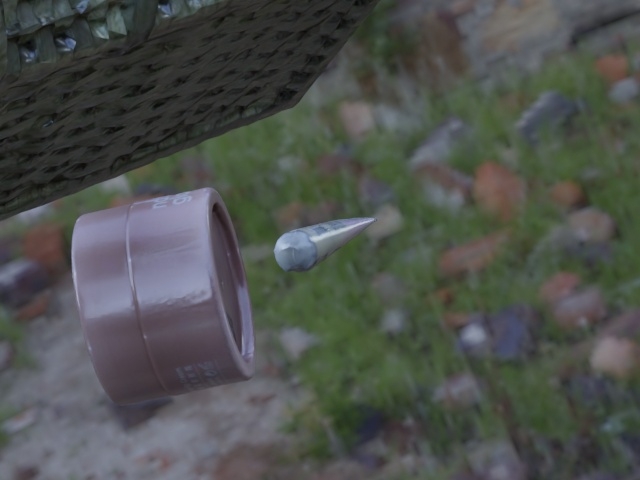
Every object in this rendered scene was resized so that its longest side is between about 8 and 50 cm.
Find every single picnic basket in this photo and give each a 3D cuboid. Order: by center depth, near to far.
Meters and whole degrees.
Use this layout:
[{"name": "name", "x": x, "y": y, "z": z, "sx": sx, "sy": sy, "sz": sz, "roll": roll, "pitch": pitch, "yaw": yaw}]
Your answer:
[{"name": "picnic basket", "x": -0.077, "y": -0.104, "z": 0.577, "sx": 0.196, "sy": 0.134, "sz": 0.154, "roll": -24, "pitch": -15, "yaw": -37}]

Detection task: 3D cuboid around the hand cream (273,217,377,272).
[{"name": "hand cream", "x": 0.000, "y": 0.000, "z": 1.663, "sx": 0.061, "sy": 0.039, "sz": 0.143, "roll": -14, "pitch": 5, "yaw": 26}]

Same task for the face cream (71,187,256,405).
[{"name": "face cream", "x": -0.115, "y": 0.042, "z": 1.352, "sx": 0.104, "sy": 0.149, "sz": 0.149, "roll": -12, "pitch": 17, "yaw": 6}]
